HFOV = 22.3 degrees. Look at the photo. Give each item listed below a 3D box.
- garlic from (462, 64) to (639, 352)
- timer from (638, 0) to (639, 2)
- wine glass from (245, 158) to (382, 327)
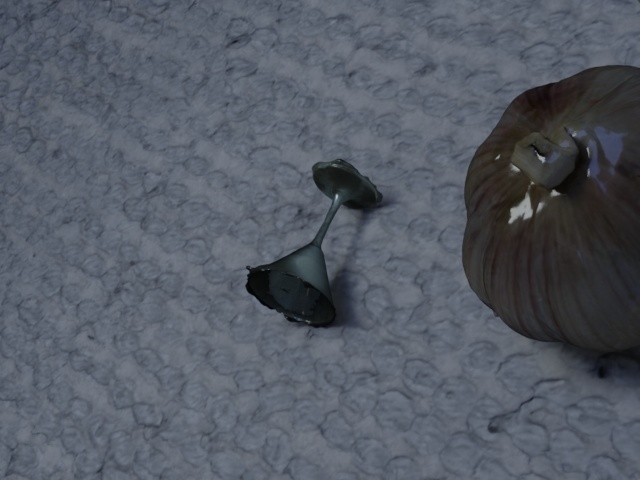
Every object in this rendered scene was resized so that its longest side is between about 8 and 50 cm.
[{"bbox_3d":[0.278,-0.039,1.652,0.322,0.241,0.322,-36,18,14],"label":"garlic"},{"bbox_3d":[0.464,-0.248,1.659,0.194,0.195,0.192,-46,38,4],"label":"timer"},{"bbox_3d":[0.000,0.000,1.961,0.122,0.122,0.183,0,53,43],"label":"wine glass"}]
